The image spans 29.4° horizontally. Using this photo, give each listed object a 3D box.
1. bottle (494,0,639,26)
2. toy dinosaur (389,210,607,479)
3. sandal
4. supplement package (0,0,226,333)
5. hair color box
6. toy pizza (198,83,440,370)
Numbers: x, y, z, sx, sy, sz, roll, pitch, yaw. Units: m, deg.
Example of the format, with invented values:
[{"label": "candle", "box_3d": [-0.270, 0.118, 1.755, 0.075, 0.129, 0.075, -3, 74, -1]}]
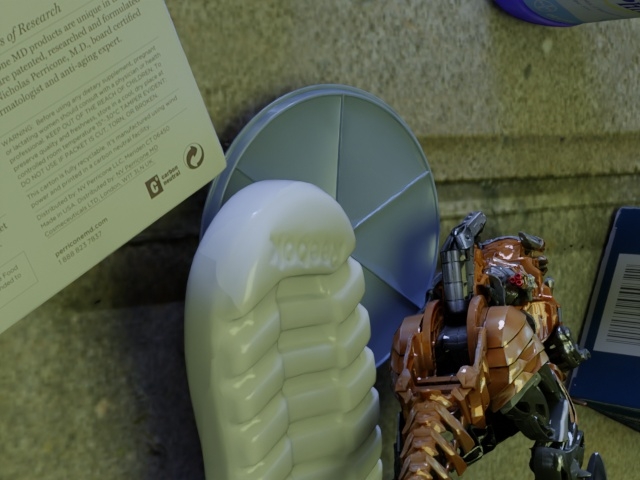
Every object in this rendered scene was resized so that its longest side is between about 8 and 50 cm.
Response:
[{"label": "bottle", "box_3d": [0.250, -0.200, 0.826, 0.118, 0.282, 0.092, 1, 93, -42]}, {"label": "toy dinosaur", "box_3d": [0.095, 0.105, 0.791, 0.322, 0.164, 0.219, -29, 112, -43]}, {"label": "sandal", "box_3d": [-0.039, 0.157, 0.727, 0.169, 0.102, 0.417, -24, 123, -52]}, {"label": "supplement package", "box_3d": [-0.207, -0.101, 0.477, 0.199, 0.198, 0.263, -39, 124, -32]}, {"label": "hair color box", "box_3d": [0.373, 0.113, 1.072, 0.347, 0.105, 0.174, 28, 76, -38]}, {"label": "toy pizza", "box_3d": [0.000, 0.000, 0.789, 0.201, 0.032, 0.201, -6, 100, -40]}]
